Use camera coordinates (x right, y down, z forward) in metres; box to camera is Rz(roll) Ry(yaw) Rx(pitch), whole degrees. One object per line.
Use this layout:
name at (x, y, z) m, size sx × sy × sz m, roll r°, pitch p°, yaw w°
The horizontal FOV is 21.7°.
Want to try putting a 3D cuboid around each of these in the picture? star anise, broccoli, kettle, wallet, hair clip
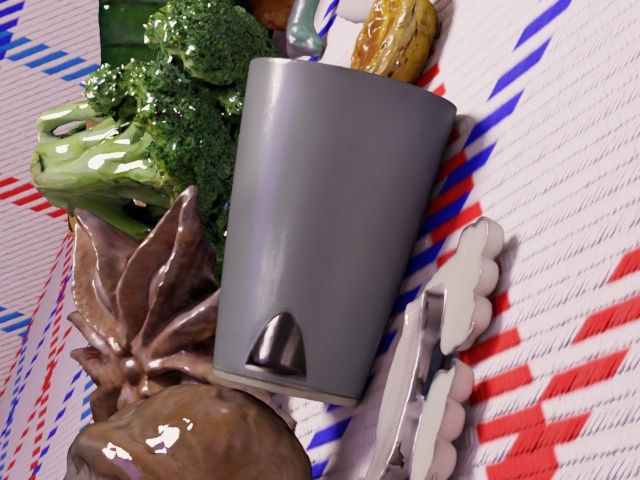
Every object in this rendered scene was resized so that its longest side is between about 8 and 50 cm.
star anise at (-0.138, 0.116, 1.524) m, size 0.292 × 0.109 × 0.349 m, roll -40°, pitch 71°, yaw 55°
broccoli at (-0.131, -0.096, 1.610) m, size 0.308 × 0.275 × 0.307 m, roll -5°, pitch -90°, yaw -82°
kettle at (0.000, 0.000, 1.280) m, size 0.210 × 0.160 × 0.243 m, roll 31°, pitch -108°, yaw -85°
wallet at (0.061, -0.253, 1.595) m, size 0.190 × 0.033 × 0.095 m, roll -151°, pitch 83°, yaw -76°
hair clip at (0.059, 0.099, 1.077) m, size 0.140 × 0.054 × 0.220 m, roll 128°, pitch 160°, yaw -64°

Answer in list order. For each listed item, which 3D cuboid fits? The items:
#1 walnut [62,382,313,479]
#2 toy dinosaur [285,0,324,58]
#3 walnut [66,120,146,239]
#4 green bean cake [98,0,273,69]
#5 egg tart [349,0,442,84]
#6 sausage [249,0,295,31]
walnut at (-0.102, 0.210, 1.249) m, size 0.224 × 0.224 × 0.224 m, roll -160°, pitch 90°, yaw -76°
toy dinosaur at (-0.043, -0.432, 1.857) m, size 0.383 × 0.129 × 0.331 m, roll 47°, pitch 114°, yaw 30°
walnut at (-0.226, -0.070, 2.117) m, size 0.198 × 0.198 × 0.245 m, roll 130°, pitch 152°, yaw -55°
green bean cake at (-0.157, -0.308, 2.014) m, size 0.300 × 0.169 × 0.307 m, roll -71°, pitch -16°, yaw -58°
egg tart at (0.063, -0.167, 1.421) m, size 0.130 × 0.052 × 0.130 m, roll -159°, pitch 90°, yaw -77°
sausage at (-0.006, -0.389, 1.952) m, size 0.103 × 0.076 × 0.302 m, roll -108°, pitch 40°, yaw -69°
